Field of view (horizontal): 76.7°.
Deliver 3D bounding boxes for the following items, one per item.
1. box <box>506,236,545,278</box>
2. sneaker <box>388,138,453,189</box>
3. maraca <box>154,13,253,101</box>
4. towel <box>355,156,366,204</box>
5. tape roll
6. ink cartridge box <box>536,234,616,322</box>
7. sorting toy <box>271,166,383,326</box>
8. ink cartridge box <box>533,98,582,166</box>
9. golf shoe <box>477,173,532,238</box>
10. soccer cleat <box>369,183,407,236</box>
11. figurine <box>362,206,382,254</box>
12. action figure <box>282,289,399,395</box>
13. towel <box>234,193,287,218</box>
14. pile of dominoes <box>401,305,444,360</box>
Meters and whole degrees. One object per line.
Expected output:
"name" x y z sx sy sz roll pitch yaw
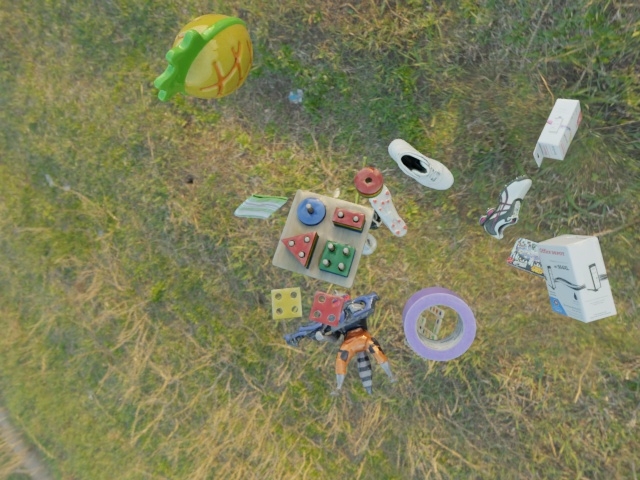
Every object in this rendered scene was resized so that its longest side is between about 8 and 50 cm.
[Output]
"box" 0.657 0.056 1.239 0.137 0.027 0.093 24 84 35
"sneaker" 0.382 -0.249 1.480 0.293 0.169 0.108 27 115 -16
"maraca" -0.158 -0.248 0.555 0.099 0.185 0.127 39 126 -4
"towel" 0.173 -0.246 1.789 0.021 0.102 0.237 11 87 8
"tape roll" 0.323 0.228 1.119 0.189 0.080 0.188 1 96 7
"ink cartridge box" 0.667 0.094 1.066 0.086 0.148 0.203 -16 92 0
"sorting toy" 0.000 0.000 0.628 0.132 0.046 0.274 16 80 12
"ink cartridge box" 0.777 -0.343 1.324 0.067 0.115 0.198 26 92 41
"golf shoe" 0.751 -0.130 1.595 0.272 0.105 0.120 -63 36 35
"soccer cleat" 0.203 -0.096 1.261 0.068 0.076 0.196 -31 94 -1
"figurine" 0.157 -0.015 1.759 0.092 0.214 0.209 33 146 -24
"action figure" 0.066 0.320 1.290 0.342 0.178 0.330 -22 55 17
"towel" -0.175 -0.096 1.179 0.152 0.113 0.023 -27 67 56
"pile of dominoes" 0.359 0.316 1.481 0.040 0.251 0.195 16 91 -7
